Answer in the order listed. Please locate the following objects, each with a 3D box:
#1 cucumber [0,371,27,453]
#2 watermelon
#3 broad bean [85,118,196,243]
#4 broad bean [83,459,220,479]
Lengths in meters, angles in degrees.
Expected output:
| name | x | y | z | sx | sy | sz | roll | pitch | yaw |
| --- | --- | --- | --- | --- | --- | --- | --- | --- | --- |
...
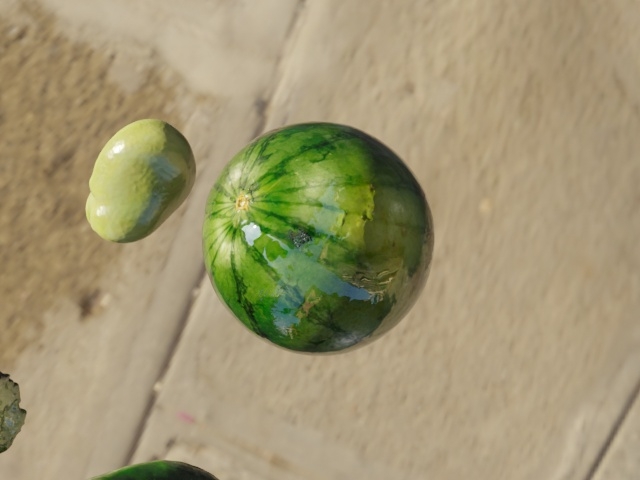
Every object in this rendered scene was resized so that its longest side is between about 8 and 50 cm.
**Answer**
| name | x | y | z | sx | sy | sz | roll | pitch | yaw |
| --- | --- | --- | --- | --- | --- | --- | --- | --- | --- |
| cucumber | -0.331 | 0.068 | 1.291 | 0.265 | 0.077 | 0.077 | 33 | 116 | 0 |
| watermelon | -0.003 | -0.001 | 1.834 | 0.242 | 0.242 | 0.242 | 5 | 114 | 11 |
| broad bean | -0.108 | -0.035 | 1.083 | 0.063 | 0.045 | 0.083 | 17 | 118 | -28 |
| broad bean | -0.090 | 0.185 | 0.842 | 0.049 | 0.292 | 0.144 | -36 | 93 | 31 |
